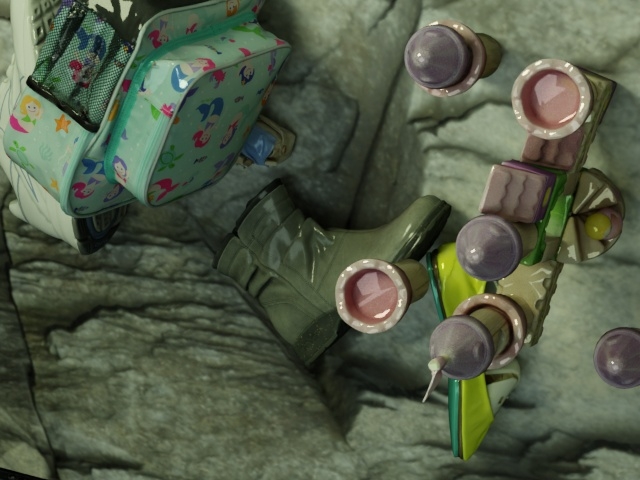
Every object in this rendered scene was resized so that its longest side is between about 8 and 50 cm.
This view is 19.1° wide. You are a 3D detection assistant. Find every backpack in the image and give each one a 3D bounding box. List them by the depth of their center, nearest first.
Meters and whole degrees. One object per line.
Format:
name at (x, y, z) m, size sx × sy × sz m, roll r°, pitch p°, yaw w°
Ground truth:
backpack at (-0.163, -0.136, 1.738) m, size 0.191 × 0.225 × 0.253 m, roll 45°, pitch 123°, yaw 13°

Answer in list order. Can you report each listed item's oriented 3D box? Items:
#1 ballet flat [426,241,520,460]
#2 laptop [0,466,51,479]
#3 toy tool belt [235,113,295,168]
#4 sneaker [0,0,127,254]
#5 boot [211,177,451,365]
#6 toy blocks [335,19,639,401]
ballet flat at (0.152, 0.107, 1.817) m, size 0.077 × 0.077 × 0.231 m, roll -7°, pitch 113°, yaw 4°
laptop at (-0.490, 0.376, 2.185) m, size 0.382 × 0.408 × 0.236 m, roll -1°, pitch 75°, yaw 27°
toy tool belt at (-0.070, -0.095, 1.827) m, size 0.083 × 0.051 × 0.052 m, roll 21°, pitch 123°, yaw 16°
sneaker at (-0.281, -0.125, 1.889) m, size 0.129 × 0.111 × 0.297 m, roll 12°, pitch 120°, yaw 28°
boot at (0.000, 0.000, 1.831) m, size 0.161 × 0.083 × 0.246 m, roll 47°, pitch 125°, yaw 4°
toy blocks at (0.180, -0.015, 1.571) m, size 0.309 × 0.260 × 0.288 m, roll 20°, pitch 102°, yaw 16°
